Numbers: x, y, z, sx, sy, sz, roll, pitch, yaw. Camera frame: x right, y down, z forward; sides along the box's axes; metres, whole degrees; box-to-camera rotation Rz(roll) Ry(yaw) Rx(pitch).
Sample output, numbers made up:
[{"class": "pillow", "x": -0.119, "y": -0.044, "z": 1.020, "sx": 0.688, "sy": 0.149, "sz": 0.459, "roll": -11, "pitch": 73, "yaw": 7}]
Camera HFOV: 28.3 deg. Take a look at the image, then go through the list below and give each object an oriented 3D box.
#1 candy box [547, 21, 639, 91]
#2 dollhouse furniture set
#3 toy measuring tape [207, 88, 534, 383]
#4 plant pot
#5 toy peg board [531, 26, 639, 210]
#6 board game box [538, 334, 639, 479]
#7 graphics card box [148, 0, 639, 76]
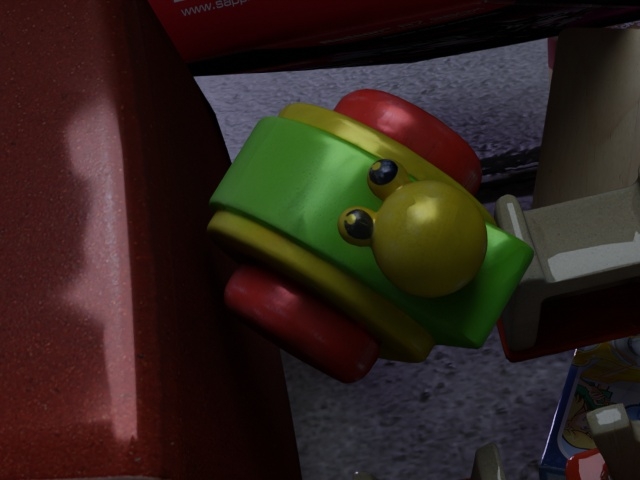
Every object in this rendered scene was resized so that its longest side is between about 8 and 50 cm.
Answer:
[{"class": "candy box", "x": 0.344, "y": -0.125, "z": 0.902, "sx": 0.316, "sy": 0.087, "sz": 0.183, "roll": -20, "pitch": 35, "yaw": -11}, {"class": "dollhouse furniture set", "x": 0.153, "y": 0.107, "z": 0.569, "sx": 0.262, "sy": 0.135, "sz": 0.259, "roll": -14, "pitch": 57, "yaw": 5}, {"class": "toy measuring tape", "x": 0.000, "y": 0.000, "z": 0.586, "sx": 0.121, "sy": 0.121, "sz": 0.330, "roll": -18, "pitch": 0, "yaw": -11}, {"class": "plant pot", "x": -0.156, "y": 0.020, "z": 0.594, "sx": 0.267, "sy": 0.267, "sz": 0.235, "roll": -3, "pitch": 70, "yaw": 9}, {"class": "toy peg board", "x": 0.215, "y": -0.033, "z": 0.739, "sx": 0.161, "sy": 0.079, "sz": 0.161, "roll": 6, "pitch": 80, "yaw": 25}, {"class": "board game box", "x": 0.227, "y": 0.097, "z": 0.661, "sx": 0.201, "sy": 0.035, "sz": 0.136, "roll": 5, "pitch": 37, "yaw": 21}, {"class": "graphics card box", "x": 0.062, "y": -0.160, "z": 0.757, "sx": 0.233, "sy": 0.094, "sz": 0.371, "roll": -7, "pitch": 6, "yaw": 31}]
